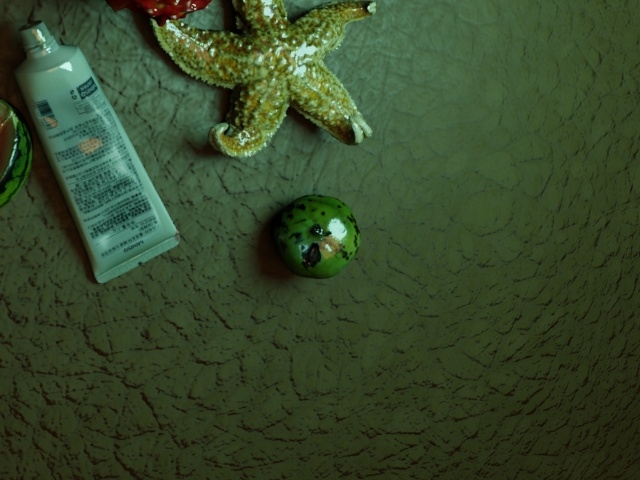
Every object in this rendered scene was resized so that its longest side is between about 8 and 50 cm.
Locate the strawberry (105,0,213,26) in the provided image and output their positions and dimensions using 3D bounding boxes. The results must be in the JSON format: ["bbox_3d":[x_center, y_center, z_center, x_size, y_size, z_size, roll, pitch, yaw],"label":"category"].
[{"bbox_3d":[-0.172,-0.367,0.925,0.258,0.261,0.261,-33,119,6],"label":"strawberry"}]

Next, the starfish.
[{"bbox_3d":[-0.051,-0.252,1.117,0.312,0.113,0.303,-20,113,-19],"label":"starfish"}]

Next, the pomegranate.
[{"bbox_3d":[0.000,0.000,1.225,0.122,0.122,0.161,-52,159,-6],"label":"pomegranate"}]

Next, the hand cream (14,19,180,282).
[{"bbox_3d":[-0.283,-0.108,1.066,0.124,0.078,0.340,-30,124,-19],"label":"hand cream"}]

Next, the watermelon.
[{"bbox_3d":[-0.380,-0.081,1.009,0.087,0.069,0.163,28,88,-32],"label":"watermelon"}]
